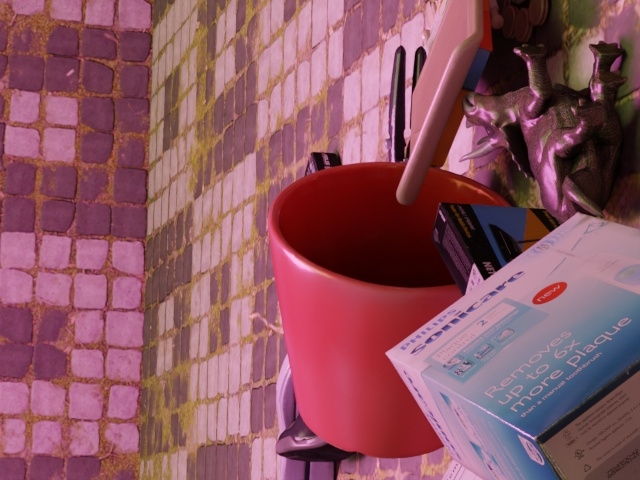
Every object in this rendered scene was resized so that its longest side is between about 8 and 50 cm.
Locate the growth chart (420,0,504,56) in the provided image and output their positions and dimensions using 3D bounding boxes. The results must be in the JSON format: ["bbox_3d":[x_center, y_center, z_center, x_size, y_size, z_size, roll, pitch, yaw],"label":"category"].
[{"bbox_3d":[0.159,-0.252,1.923,0.237,0.021,0.172,114,154,-58],"label":"growth chart"}]

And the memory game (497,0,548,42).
[{"bbox_3d":[0.221,-0.303,1.765,0.186,0.012,0.186,-176,90,-73],"label":"memory game"}]

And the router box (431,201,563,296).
[{"bbox_3d":[0.194,0.027,1.571,0.179,0.133,0.046,-114,31,-56],"label":"router box"}]

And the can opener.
[{"bbox_3d":[0.105,-0.144,2.007,0.073,0.059,0.186,-144,49,-71],"label":"can opener"}]

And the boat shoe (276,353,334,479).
[{"bbox_3d":[-0.019,0.230,2.297,0.094,0.109,0.302,-110,25,-57],"label":"boat shoe"}]

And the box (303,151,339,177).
[{"bbox_3d":[0.000,0.000,2.390,0.190,0.045,0.184,-105,23,-45],"label":"box"}]

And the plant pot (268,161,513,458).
[{"bbox_3d":[0.075,0.083,1.782,0.275,0.275,0.243,-113,23,-57],"label":"plant pot"}]

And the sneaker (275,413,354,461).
[{"bbox_3d":[0.017,0.217,2.188,0.227,0.087,0.130,-40,42,52],"label":"sneaker"}]

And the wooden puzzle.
[{"bbox_3d":[0.140,-0.182,1.761,0.238,0.044,0.221,-76,5,-51],"label":"wooden puzzle"}]

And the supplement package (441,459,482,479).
[{"bbox_3d":[0.208,0.244,1.413,0.139,0.134,0.244,-61,19,2],"label":"supplement package"}]

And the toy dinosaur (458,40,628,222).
[{"bbox_3d":[0.236,-0.086,1.545,0.313,0.121,0.160,-119,24,-53],"label":"toy dinosaur"}]

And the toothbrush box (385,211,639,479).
[{"bbox_3d":[0.213,0.102,1.285,0.126,0.216,0.295,58,170,-16],"label":"toothbrush box"}]
